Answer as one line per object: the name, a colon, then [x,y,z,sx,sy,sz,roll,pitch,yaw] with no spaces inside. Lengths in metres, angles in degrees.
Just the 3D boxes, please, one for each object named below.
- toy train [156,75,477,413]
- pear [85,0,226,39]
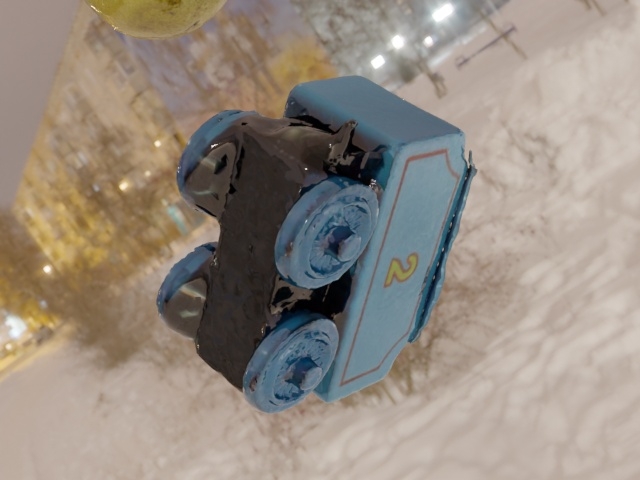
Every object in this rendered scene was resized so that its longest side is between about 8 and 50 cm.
toy train: [0.000,0.000,0.956,0.265,0.188,0.300,-16,-50,-44]
pear: [-0.187,-0.333,1.185,0.197,0.197,0.197,-34,5,4]
